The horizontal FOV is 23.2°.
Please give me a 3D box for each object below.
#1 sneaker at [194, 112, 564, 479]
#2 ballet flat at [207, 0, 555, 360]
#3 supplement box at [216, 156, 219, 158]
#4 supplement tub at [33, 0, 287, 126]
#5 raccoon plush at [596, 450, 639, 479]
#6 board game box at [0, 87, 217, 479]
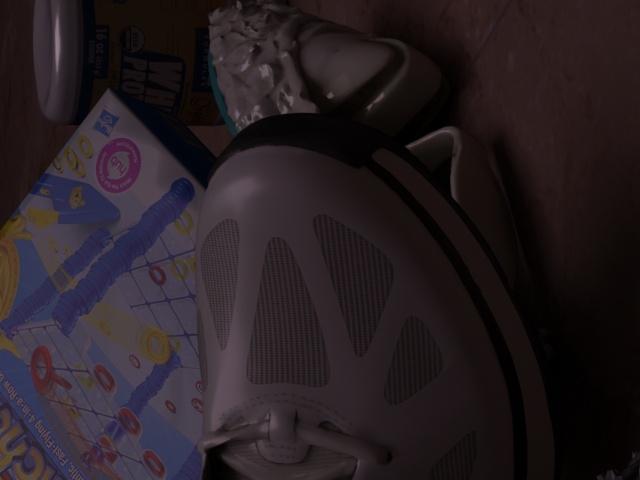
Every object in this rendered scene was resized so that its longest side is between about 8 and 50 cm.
[{"bbox_3d":[0.002,0.182,0.717,0.257,0.169,0.447,-44,-53,-55],"label":"sneaker"},{"bbox_3d":[0.042,-0.039,0.960,0.147,0.147,0.409,107,152,-42],"label":"ballet flat"},{"bbox_3d":[-0.112,-0.012,1.406,0.220,0.114,0.111,-158,67,-72],"label":"supplement box"},{"bbox_3d":[-0.138,-0.170,1.332,0.144,0.199,0.144,179,90,-72],"label":"supplement tub"},{"bbox_3d":[0.165,0.157,0.590,0.299,0.216,0.446,105,-170,-75],"label":"raccoon plush"},{"bbox_3d":[-0.128,0.107,1.077,0.308,0.086,0.302,45,103,28],"label":"board game box"}]
